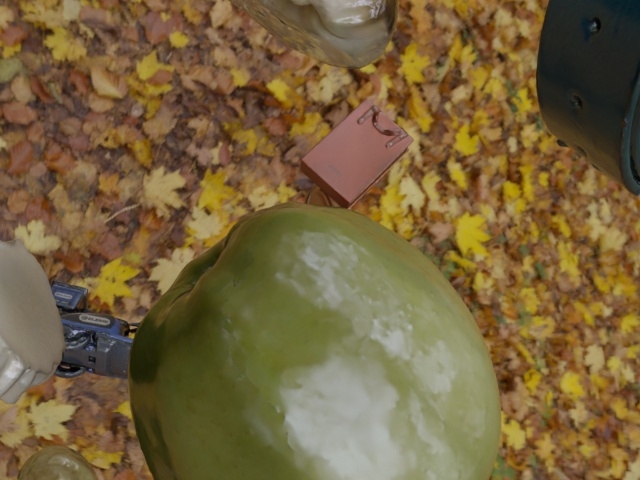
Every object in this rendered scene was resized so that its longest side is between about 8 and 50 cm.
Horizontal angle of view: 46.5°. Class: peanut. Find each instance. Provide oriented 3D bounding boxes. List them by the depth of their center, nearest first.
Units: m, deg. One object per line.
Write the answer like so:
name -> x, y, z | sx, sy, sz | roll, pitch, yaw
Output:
peanut -> -0.291, 0.373, 0.914 | 0.111, 0.125, 0.274 | -44, 70, 0

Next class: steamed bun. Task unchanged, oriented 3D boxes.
steamed bun -> -0.349, 0.087, 0.770 | 0.106, 0.183, 0.183 | -18, 84, 5

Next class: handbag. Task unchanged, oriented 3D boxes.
handbag -> 0.070, -0.164, 1.405 | 0.127, 0.063, 0.190 | 43, 72, 10

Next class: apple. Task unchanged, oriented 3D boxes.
apple -> -0.010, 0.141, 0.730 | 0.357, 0.357, 0.358 | 6, 75, -23

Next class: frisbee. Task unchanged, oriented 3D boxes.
frisbee -> 0.000, 0.000, 1.635 | 0.021, 0.251, 0.251 | -1, 74, 17

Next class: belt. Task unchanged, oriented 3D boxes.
belt -> 0.412, -0.237, 0.878 | 0.300, 0.437, 0.173 | -33, 50, -9

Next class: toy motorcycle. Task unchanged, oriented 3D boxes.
toy motorcycle -> -0.416, 0.200, 1.553 | 0.358, 0.125, 0.213 | 14, 35, -3

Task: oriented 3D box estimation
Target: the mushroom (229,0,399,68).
mushroom -> -0.029, -0.364, 0.704 | 0.397, 0.224, 0.314 | 43, 96, 12
